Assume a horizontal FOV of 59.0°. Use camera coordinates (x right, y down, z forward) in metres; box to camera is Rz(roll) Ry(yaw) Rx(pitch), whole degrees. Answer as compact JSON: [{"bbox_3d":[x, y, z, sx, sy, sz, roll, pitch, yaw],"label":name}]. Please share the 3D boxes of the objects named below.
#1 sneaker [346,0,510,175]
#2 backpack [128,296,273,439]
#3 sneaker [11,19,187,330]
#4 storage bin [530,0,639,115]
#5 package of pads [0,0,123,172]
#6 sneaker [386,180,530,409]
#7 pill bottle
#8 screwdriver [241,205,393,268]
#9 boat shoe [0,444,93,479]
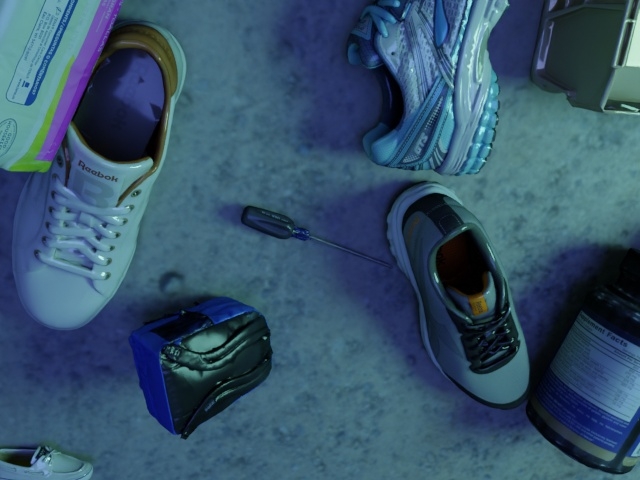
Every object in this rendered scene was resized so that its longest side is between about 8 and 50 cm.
[{"bbox_3d":[0.085,-0.189,0.468,0.122,0.110,0.283,-4,109,-5],"label":"sneaker"},{"bbox_3d":[-0.112,0.103,0.538,0.120,0.101,0.098,-21,119,-37],"label":"backpack"},{"bbox_3d":[-0.194,-0.040,0.462,0.105,0.123,0.290,18,106,-17],"label":"sneaker"},{"bbox_3d":[0.353,-0.238,0.490,0.262,0.123,0.261,3,109,-11],"label":"storage bin"},{"bbox_3d":[-0.272,-0.200,0.361,0.296,0.101,0.229,32,102,6],"label":"package of pads"},{"bbox_3d":[0.149,0.075,0.568,0.100,0.108,0.272,-29,112,-1],"label":"sneaker"},{"bbox_3d":[0.324,0.125,0.606,0.122,0.123,0.219,20,104,-15],"label":"pill bottle"},{"bbox_3d":[0.000,0.000,0.568,0.169,0.025,0.024,19,104,-24],"label":"screwdriver"},{"bbox_3d":[-0.287,0.230,0.583,0.100,0.035,0.035,7,110,-5],"label":"boat shoe"}]
